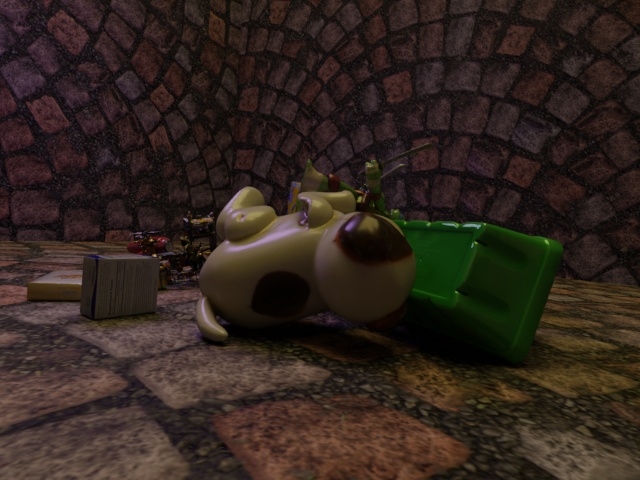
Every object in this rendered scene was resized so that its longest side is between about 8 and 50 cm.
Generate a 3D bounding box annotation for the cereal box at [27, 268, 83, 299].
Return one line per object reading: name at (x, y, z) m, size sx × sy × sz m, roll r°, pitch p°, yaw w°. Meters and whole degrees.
cereal box at (-0.630, 0.113, 1.073) m, size 0.173 × 0.047 × 0.240 m, roll 3°, pitch 2°, yaw -20°

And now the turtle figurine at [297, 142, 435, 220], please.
turtle figurine at (0.092, -0.149, 1.006) m, size 0.267 × 0.274 × 0.198 m, roll 15°, pitch 20°, yaw -5°

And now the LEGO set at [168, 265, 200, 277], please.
LEGO set at (-0.518, 0.121, 1.443) m, size 0.244 × 0.060 × 0.182 m, roll -3°, pitch 4°, yaw 26°

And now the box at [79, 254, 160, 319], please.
box at (-0.429, 0.095, 0.881) m, size 0.072 × 0.126 × 0.137 m, roll 7°, pitch 3°, yaw 38°

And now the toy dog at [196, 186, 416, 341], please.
toy dog at (-0.018, 0.040, 0.806) m, size 0.408 × 0.284 × 0.395 m, roll -2°, pitch 20°, yaw 28°

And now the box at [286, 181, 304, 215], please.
box at (0.000, 0.000, 1.238) m, size 0.177 × 0.289 × 0.279 m, roll 4°, pitch 20°, yaw -18°

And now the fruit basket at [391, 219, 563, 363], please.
fruit basket at (0.341, 0.091, 0.891) m, size 0.392 × 0.282 × 0.392 m, roll 24°, pitch -7°, yaw 3°

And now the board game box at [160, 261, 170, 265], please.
board game box at (-0.691, 0.086, 1.615) m, size 0.282 × 0.027 × 0.145 m, roll -2°, pitch 2°, yaw 6°

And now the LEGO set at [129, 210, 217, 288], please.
LEGO set at (-0.432, 0.013, 1.300) m, size 0.332 × 0.192 × 0.255 m, roll -7°, pitch 16°, yaw -22°

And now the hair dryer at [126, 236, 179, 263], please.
hair dryer at (-0.651, 0.042, 1.500) m, size 0.224 × 0.080 × 0.294 m, roll -14°, pitch 16°, yaw -30°
